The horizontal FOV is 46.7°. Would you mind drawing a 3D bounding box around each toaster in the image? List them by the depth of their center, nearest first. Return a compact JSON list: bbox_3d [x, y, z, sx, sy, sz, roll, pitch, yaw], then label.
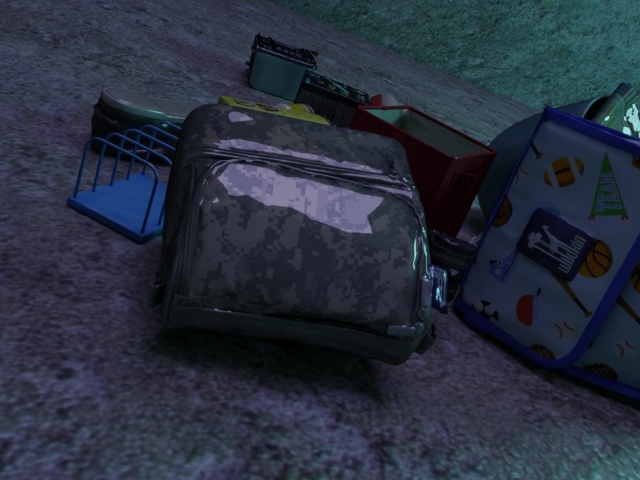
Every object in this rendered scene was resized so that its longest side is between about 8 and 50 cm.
[{"bbox_3d":[-0.095,-0.436,1.872,0.185,0.110,0.168,15,24,-14],"label":"toaster"}]

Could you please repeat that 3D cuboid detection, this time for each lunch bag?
[{"bbox_3d":[-0.029,0.009,0.838,0.304,0.213,0.256,10,43,-14],"label":"lunch bag"},{"bbox_3d":[0.418,0.028,1.027,0.385,0.328,0.239,23,18,1],"label":"lunch bag"}]

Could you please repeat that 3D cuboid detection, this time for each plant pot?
[{"bbox_3d":[0.443,-0.113,1.413,0.293,0.293,0.235,-4,1,-45],"label":"plant pot"}]

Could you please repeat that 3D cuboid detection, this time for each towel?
[{"bbox_3d":[0.501,-0.079,1.278,0.040,0.272,0.370,-2,32,45],"label":"towel"}]

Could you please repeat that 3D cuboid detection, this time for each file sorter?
[{"bbox_3d":[-0.231,-0.088,0.999,0.118,0.105,0.170,26,24,12],"label":"file sorter"}]

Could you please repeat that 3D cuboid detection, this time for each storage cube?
[{"bbox_3d":[0.145,-0.098,1.233,0.215,0.193,0.183,34,26,26],"label":"storage cube"}]

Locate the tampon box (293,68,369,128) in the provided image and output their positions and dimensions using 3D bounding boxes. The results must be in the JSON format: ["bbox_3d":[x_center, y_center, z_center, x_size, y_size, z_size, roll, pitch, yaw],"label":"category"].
[{"bbox_3d":[0.020,-0.305,1.694,0.160,0.102,0.120,20,24,-6],"label":"tampon box"}]

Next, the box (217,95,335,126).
[{"bbox_3d":[-0.090,-0.209,1.413,0.232,0.087,0.058,4,26,-33],"label":"box"}]

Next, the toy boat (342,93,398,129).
[{"bbox_3d":[0.099,-0.214,1.558,0.151,0.151,0.231,-9,22,7],"label":"toy boat"}]

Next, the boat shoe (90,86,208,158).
[{"bbox_3d":[-0.226,-0.174,1.236,0.335,0.096,0.112,6,30,-43],"label":"boat shoe"}]

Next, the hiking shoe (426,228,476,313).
[{"bbox_3d":[0.128,0.045,1.037,0.086,0.114,0.227,21,-6,-13],"label":"hiking shoe"}]

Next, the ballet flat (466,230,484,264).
[{"bbox_3d":[0.295,0.008,1.195,0.188,0.070,0.070,0,13,27],"label":"ballet flat"}]

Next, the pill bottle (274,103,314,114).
[{"bbox_3d":[-0.068,-0.255,1.556,0.065,0.065,0.116,33,25,26],"label":"pill bottle"}]
